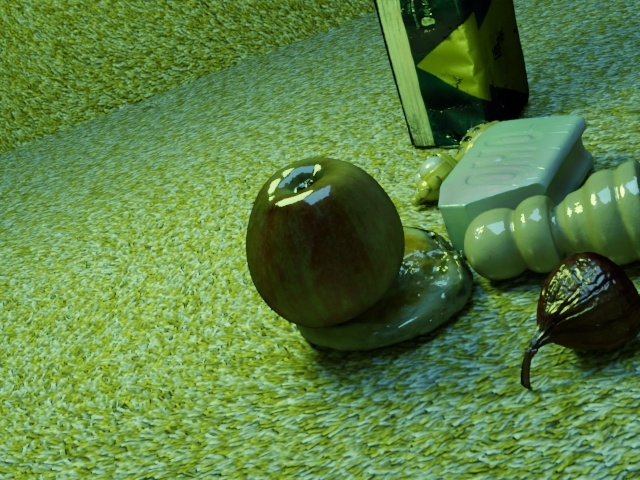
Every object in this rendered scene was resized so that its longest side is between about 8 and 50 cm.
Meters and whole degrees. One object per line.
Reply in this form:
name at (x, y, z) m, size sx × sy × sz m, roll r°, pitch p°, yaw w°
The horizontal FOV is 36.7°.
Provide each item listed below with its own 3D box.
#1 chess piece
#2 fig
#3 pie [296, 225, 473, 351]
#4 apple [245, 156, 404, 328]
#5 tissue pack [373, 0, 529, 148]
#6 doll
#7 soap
chess piece at (0.376, -0.019, 1.542) m, size 0.299 × 0.167 × 0.167 m, roll -13°, pitch 25°, yaw 24°
fig at (0.336, 0.110, 1.336) m, size 0.201 × 0.134 × 0.146 m, roll -31°, pitch 17°, yaw -5°
pie at (0.100, 0.078, 1.626) m, size 0.338 × 0.077 × 0.339 m, roll -13°, pitch 32°, yaw 9°
apple at (0.000, 0.000, 1.509) m, size 0.256 × 0.234 × 0.257 m, roll -17°, pitch 36°, yaw 13°
tissue pack at (0.295, -0.438, 2.150) m, size 0.253 × 0.417 × 0.264 m, roll 2°, pitch 30°, yaw 33°
doll at (0.280, -0.161, 1.976) m, size 0.291 × 0.086 × 0.117 m, roll -38°, pitch -10°, yaw -31°
soap at (0.349, -0.102, 1.766) m, size 0.208 × 0.115 × 0.347 m, roll -2°, pitch 30°, yaw 35°
